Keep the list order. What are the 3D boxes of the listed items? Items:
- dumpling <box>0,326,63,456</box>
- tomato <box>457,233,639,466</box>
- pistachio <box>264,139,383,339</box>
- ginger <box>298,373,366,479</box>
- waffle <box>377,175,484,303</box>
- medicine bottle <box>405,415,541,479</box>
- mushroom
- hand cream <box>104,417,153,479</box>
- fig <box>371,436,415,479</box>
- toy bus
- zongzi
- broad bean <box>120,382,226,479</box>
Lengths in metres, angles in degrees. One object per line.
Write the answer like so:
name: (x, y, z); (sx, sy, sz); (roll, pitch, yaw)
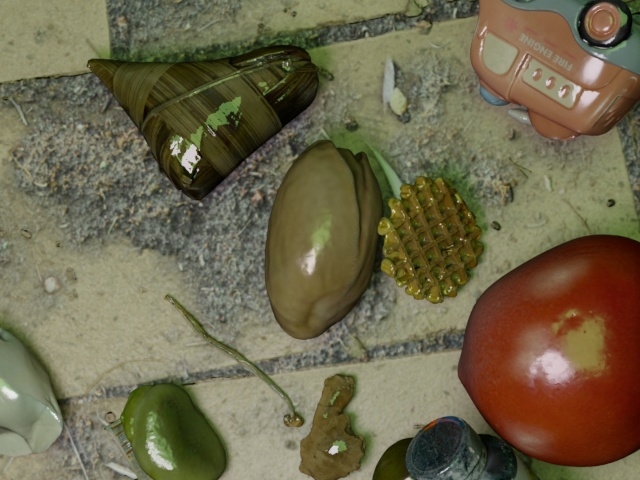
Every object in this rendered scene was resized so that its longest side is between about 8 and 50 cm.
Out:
dumpling: (-0.471, 0.225, 1.889); (0.151, 0.124, 0.229); (-45, 71, 34)
tomato: (0.340, 0.149, 1.720); (0.321, 0.321, 0.322); (-1, 80, 5)
pistachio: (0.000, 0.000, 1.852); (0.181, 0.162, 0.293); (2, 82, 50)
ginger: (0.027, 0.277, 1.847); (0.096, 0.067, 0.165); (11, 81, 29)
waffle: (0.160, 0.000, 1.848); (0.191, 0.038, 0.191); (-3, 96, -30)
medicine bottle: (0.235, 0.358, 1.707); (0.141, 0.141, 0.293); (-45, 117, -3)
mushroom: (-0.129, 0.176, 1.905); (0.286, 0.028, 0.026); (45, 129, 11)
hand cream: (-0.263, 0.322, 1.887); (0.061, 0.039, 0.143); (-31, 71, -2)
fig: (0.085, 0.368, 1.816); (0.236, 0.124, 0.124); (-30, 79, 19)
toy bus: (0.345, -0.271, 1.841); (0.287, 0.194, 0.232); (35, 111, 24)
zongzi: (-0.179, -0.247, 1.931); (0.286, 0.134, 0.288); (-40, 72, -8)
broad bean: (-0.215, 0.286, 1.852); (0.124, 0.082, 0.174); (-25, 73, -29)
